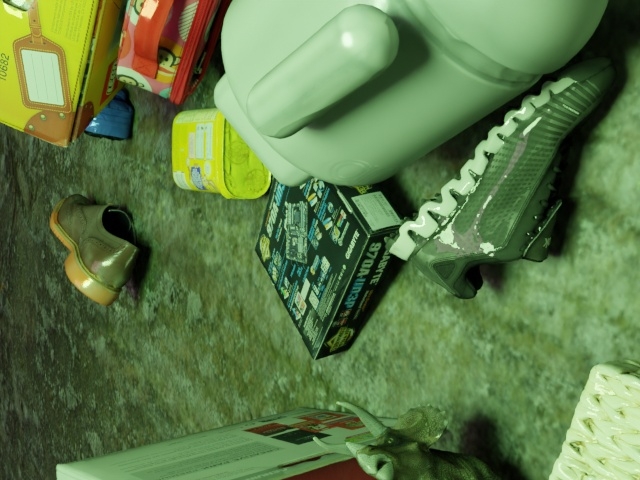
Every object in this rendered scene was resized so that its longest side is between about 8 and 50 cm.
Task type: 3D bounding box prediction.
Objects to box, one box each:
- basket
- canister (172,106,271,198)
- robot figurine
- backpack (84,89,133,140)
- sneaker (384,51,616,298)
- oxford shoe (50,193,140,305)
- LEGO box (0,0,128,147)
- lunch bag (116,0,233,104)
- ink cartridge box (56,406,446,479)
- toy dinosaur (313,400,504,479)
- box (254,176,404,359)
[{"bbox_3d":[0.231,0.130,0.419,0.113,0.167,0.103,23,105,51],"label":"basket"},{"bbox_3d":[-0.141,-0.124,0.978,0.170,0.073,0.126,11,101,54],"label":"canister"},{"bbox_3d":[0.062,-0.172,0.533,0.199,0.300,0.353,48,138,-10],"label":"robot figurine"},{"bbox_3d":[-0.403,-0.238,1.306,0.120,0.098,0.101,36,117,48],"label":"backpack"},{"bbox_3d":[0.162,-0.040,0.574,0.106,0.078,0.234,47,118,10],"label":"sneaker"},{"bbox_3d":[-0.417,-0.016,1.359,0.132,0.130,0.363,-49,40,3],"label":"oxford shoe"},{"bbox_3d":[-0.292,-0.434,0.907,0.372,0.193,0.500,-77,12,-54],"label":"LEGO box"},{"bbox_3d":[-0.156,-0.317,0.848,0.293,0.120,0.258,123,166,-44],"label":"lunch bag"},{"bbox_3d":[-0.065,0.265,0.707,0.272,0.310,0.129,-13,83,54],"label":"ink cartridge box"},{"bbox_3d":[0.118,0.250,0.630,0.160,0.121,0.313,35,153,39],"label":"toy dinosaur"},{"bbox_3d":[0.000,0.000,0.782,0.175,0.051,0.220,58,147,32],"label":"box"}]
